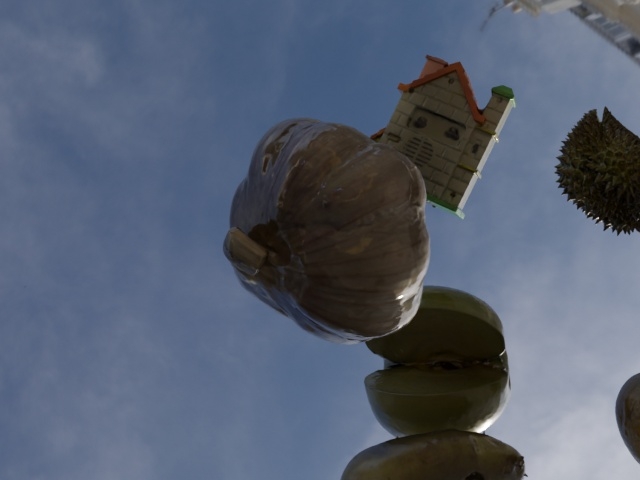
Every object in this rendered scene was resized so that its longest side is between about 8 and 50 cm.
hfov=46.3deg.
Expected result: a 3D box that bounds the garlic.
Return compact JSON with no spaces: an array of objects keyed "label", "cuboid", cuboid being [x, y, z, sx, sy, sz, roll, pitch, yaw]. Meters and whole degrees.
[{"label":"garlic","cuboid":[0.013,-0.007,0.994,0.322,0.322,0.241,44,-128,-14]}]

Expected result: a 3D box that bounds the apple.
[{"label":"apple","cuboid":[0.211,0.224,1.354,0.254,0.292,0.292,-5,-92,16]}]

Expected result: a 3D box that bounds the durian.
[{"label":"durian","cuboid":[0.368,-0.065,0.943,0.102,0.208,0.146,-22,-50,-10]}]

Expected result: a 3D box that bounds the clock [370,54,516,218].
[{"label":"clock","cuboid":[0.219,-0.201,1.402,0.219,0.106,0.255,27,-87,20]}]

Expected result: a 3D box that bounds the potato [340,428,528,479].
[{"label":"potato","cuboid":[0.173,0.370,1.168,0.296,0.192,0.141,-4,-126,-7]}]

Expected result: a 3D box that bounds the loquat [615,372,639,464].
[{"label":"loquat","cuboid":[0.552,0.296,1.188,0.149,0.172,0.205,-11,-88,17]}]
